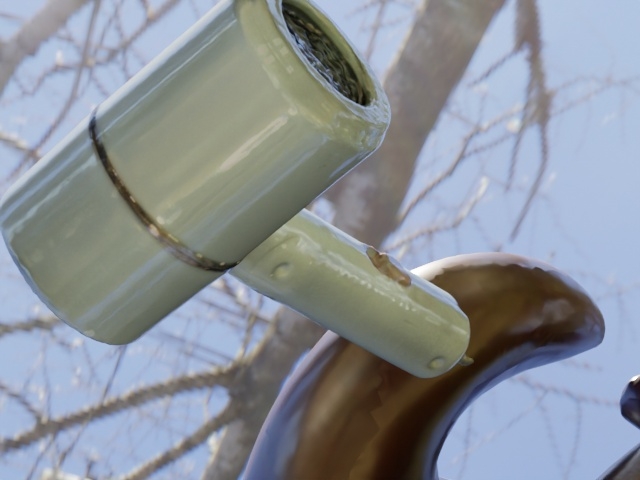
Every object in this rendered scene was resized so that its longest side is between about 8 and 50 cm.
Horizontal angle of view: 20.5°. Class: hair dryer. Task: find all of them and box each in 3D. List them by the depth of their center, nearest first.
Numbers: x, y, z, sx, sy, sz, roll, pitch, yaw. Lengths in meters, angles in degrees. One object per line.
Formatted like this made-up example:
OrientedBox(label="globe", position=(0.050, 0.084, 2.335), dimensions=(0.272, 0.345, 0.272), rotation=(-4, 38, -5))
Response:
OrientedBox(label="hair dryer", position=(0.000, 0.000, 0.426), dimensions=(0.137, 0.082, 0.047), rotation=(32, -152, -43))

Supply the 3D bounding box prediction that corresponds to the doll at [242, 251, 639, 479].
OrientedBox(label="doll", position=(0.106, 0.166, 0.508), dimensions=(0.209, 0.318, 0.340), rotation=(13, -166, -39))
